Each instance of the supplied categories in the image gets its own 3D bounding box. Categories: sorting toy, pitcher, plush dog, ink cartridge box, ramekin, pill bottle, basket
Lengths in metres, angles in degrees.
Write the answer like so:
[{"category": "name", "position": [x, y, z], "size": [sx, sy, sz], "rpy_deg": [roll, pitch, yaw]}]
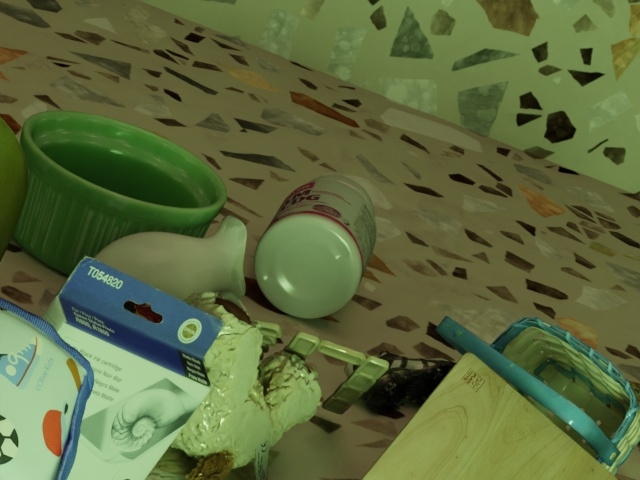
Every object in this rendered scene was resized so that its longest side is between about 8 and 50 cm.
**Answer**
[{"category": "sorting toy", "position": [0.188, 0.306, 1.963], "size": [0.255, 0.089, 0.257], "rpy_deg": [41, 50, 4]}, {"category": "pitcher", "position": [-0.193, 0.070, 2.247], "size": [0.207, 0.178, 0.125], "rpy_deg": [-13, 3, -29]}, {"category": "plush dog", "position": [-0.161, 0.175, 1.984], "size": [0.225, 0.211, 0.262], "rpy_deg": [20, -15, 37]}, {"category": "ink cartridge box", "position": [-0.222, 0.150, 1.765], "size": [0.223, 0.224, 0.045], "rpy_deg": [29, 8, -44]}, {"category": "ramekin", "position": [-0.298, -0.052, 2.398], "size": [0.303, 0.148, 0.303], "rpy_deg": [20, 20, -8]}, {"category": "pill bottle", "position": [0.000, 0.000, 2.574], "size": [0.160, 0.160, 0.283], "rpy_deg": [23, 19, 1]}, {"category": "basket", "position": [0.293, 0.217, 2.225], "size": [0.255, 0.201, 0.289], "rpy_deg": [38, -7, 37]}]

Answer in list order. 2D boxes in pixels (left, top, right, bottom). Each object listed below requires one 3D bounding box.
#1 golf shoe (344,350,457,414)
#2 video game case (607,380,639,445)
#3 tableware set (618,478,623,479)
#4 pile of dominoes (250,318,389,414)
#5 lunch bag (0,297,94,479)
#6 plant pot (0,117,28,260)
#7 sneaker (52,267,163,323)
[{"category": "golf shoe", "position": [0.117, 0.183, 2.354], "size": [0.198, 0.077, 0.094], "rpy_deg": [2, 28, -48]}, {"category": "video game case", "position": [0.584, 0.311, 2.598], "size": [0.248, 0.035, 0.275], "rpy_deg": [13, 23, -26]}, {"category": "tableware set", "position": [0.440, 0.373, 2.300], "size": [0.141, 0.020, 0.168], "rpy_deg": [27, 20, 10]}, {"category": "pile of dominoes", "position": [-0.033, 0.143, 2.109], "size": [0.196, 0.040, 0.251], "rpy_deg": [21, -24, -7]}, {"category": "lunch bag", "position": [-0.411, 0.184, 1.438], "size": [0.385, 0.239, 0.328], "rpy_deg": [14, 42, -3]}, {"category": "plant pot", "position": [-0.483, 0.010, 1.933], "size": [0.274, 0.275, 0.293], "rpy_deg": [17, 37, -17]}, {"category": "sneaker", "position": [-0.245, 0.112, 2.132], "size": [0.225, 0.093, 0.088], "rpy_deg": [32, 23, -31]}]
